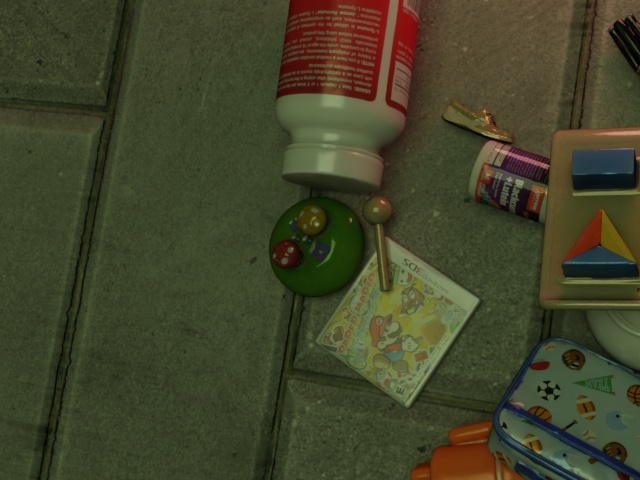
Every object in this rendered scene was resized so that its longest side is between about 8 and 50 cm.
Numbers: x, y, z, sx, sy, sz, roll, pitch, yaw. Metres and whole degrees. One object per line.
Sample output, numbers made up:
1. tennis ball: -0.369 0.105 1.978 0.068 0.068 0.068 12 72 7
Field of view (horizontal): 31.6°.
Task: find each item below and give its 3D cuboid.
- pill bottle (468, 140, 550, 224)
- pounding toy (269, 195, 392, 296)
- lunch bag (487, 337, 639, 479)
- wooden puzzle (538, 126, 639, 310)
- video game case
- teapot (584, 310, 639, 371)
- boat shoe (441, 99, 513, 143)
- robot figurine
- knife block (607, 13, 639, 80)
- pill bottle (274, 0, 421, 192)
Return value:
1. pill bottle: 0.355 -0.089 1.893 0.193 0.108 0.108 20 88 20
2. pounding toy: 0.000 0.000 1.974 0.237 0.110 0.183 -2 76 24
3. lunch bag: 0.424 0.305 1.750 0.303 0.115 0.243 28 55 18
4. wooden puzzle: 0.496 -0.052 1.698 0.322 0.080 0.347 -1 56 21
5. video game case: 0.134 0.141 1.969 0.206 0.026 0.227 34 93 19
6. teapot: 0.518 0.083 1.763 0.256 0.187 0.252 -22 69 16
7. boat shoe: 0.277 -0.207 1.967 0.135 0.050 0.045 25 95 19
8. robot figurine: 0.260 0.391 1.837 0.219 0.128 0.158 -10 49 16
9. knife block: 0.573 -0.256 1.864 0.242 0.088 0.275 13 86 20
10. pill bottle: 0.045 -0.297 1.960 0.229 0.229 0.407 6 83 18
